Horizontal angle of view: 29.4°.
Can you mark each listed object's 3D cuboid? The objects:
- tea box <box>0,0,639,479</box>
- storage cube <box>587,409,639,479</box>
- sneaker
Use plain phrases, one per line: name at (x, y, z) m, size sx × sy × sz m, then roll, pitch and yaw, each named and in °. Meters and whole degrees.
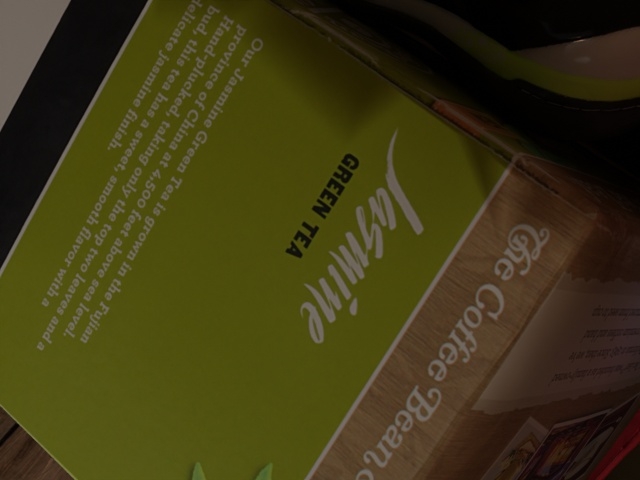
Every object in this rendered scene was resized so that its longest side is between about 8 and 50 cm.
tea box at (0.000, 0.000, 0.628) m, size 0.323 × 0.220 × 0.329 m, roll 38°, pitch -166°, yaw 23°
storage cube at (0.250, 0.165, 0.868) m, size 0.215 × 0.183 × 0.193 m, roll 43°, pitch 174°, yaw -14°
sneaker at (0.069, -0.133, 0.512) m, size 0.235 × 0.084 × 0.097 m, roll 42°, pitch 142°, yaw 38°
